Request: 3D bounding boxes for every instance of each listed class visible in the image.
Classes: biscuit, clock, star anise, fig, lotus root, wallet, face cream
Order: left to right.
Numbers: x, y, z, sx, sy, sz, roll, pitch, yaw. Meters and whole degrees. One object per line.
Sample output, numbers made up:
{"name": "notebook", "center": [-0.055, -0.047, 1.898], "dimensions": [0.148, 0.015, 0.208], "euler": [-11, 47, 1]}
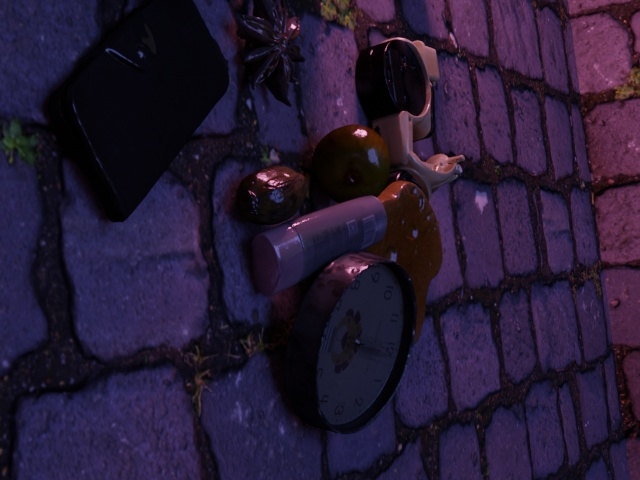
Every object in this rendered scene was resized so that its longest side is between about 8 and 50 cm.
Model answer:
{"name": "wallet", "center": [-0.233, -0.204, 1.406], "dimensions": [0.197, 0.051, 0.377], "euler": [66, 31, -28]}
{"name": "star anise", "center": [-0.086, -0.317, 1.689], "dimensions": [0.195, 0.065, 0.182], "euler": [40, 54, -56]}
{"name": "lotus root", "center": [-0.074, -0.071, 1.622], "dimensions": [0.179, 0.089, 0.081], "euler": [-29, 145, -62]}
{"name": "face cream", "center": [0.000, 0.000, 1.677], "dimensions": [0.269, 0.073, 0.107], "euler": [-24, 119, -44]}
{"name": "fig", "center": [0.051, -0.149, 1.835], "dimensions": [0.142, 0.148, 0.186], "euler": [39, 10, -33]}
{"name": "clock", "center": [0.058, 0.172, 1.712], "dimensions": [0.312, 0.061, 0.313], "euler": [-25, 122, -48]}
{"name": "biscuit", "center": [0.118, 0.063, 1.898], "dimensions": [0.344, 0.057, 0.287], "euler": [-43, 120, -39]}
{"name": "clock", "center": [0.185, -0.222, 2.099], "dimensions": [0.276, 0.120, 0.379], "euler": [-3, 85, -55]}
